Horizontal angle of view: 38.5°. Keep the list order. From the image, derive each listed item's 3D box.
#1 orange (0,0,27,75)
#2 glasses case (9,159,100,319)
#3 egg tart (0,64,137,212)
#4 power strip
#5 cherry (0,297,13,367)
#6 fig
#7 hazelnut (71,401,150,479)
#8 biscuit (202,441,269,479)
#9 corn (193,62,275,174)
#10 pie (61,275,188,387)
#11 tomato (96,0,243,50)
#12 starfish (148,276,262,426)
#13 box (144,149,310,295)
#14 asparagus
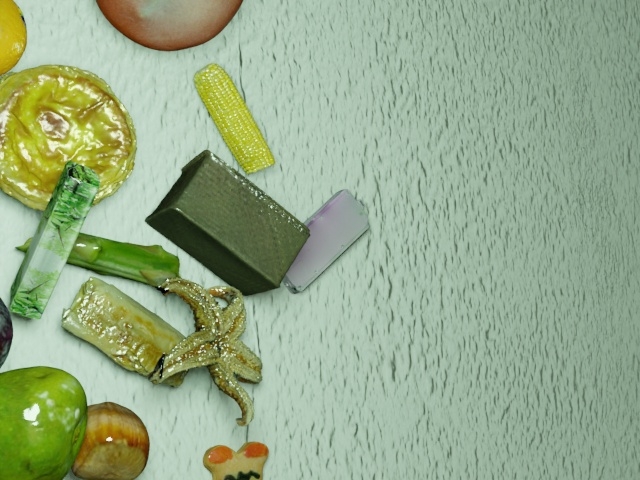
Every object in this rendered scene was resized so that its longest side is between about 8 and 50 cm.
[{"bbox_3d":[-0.609,-0.369,1.619,0.178,0.155,0.177,2,75,-9],"label":"orange"},{"bbox_3d":[-0.469,0.000,1.616,0.062,0.095,0.272,22,106,-24],"label":"glasses case"},{"bbox_3d":[-0.490,-0.186,1.701,0.295,0.116,0.294,1,87,-29],"label":"egg tart"},{"bbox_3d":[0.000,0.000,2.032,0.279,0.037,0.109,-43,105,-29],"label":"power strip"},{"bbox_3d":[-0.640,0.133,1.481,0.255,0.296,0.218,4,112,-61],"label":"cherry"},{"bbox_3d":[-0.548,0.320,1.568,0.233,0.314,0.232,1,90,-65],"label":"fig"},{"bbox_3d":[-0.393,0.373,1.692,0.150,0.150,0.150,5,81,-32],"label":"hazelnut"},{"bbox_3d":[-0.158,0.538,1.865,0.166,0.036,0.249,-1,85,-31],"label":"biscuit"},{"bbox_3d":[-0.183,-0.254,1.924,0.081,0.081,0.248,-36,103,-31],"label":"corn"},{"bbox_3d":[-0.367,0.178,1.755,0.282,0.068,0.128,39,62,-31],"label":"pie"},{"bbox_3d":[-0.290,-0.520,1.753,0.322,0.322,0.321,5,81,-32],"label":"tomato"},{"bbox_3d":[-0.210,0.215,1.779,0.303,0.113,0.311,-11,79,-61],"label":"starfish"},{"bbox_3d":[-0.184,-0.028,1.821,0.273,0.184,0.143,39,65,-16],"label":"box"},{"bbox_3d":[-0.403,0.033,1.751,0.343,0.082,0.085,19,117,-27],"label":"asparagus"}]
